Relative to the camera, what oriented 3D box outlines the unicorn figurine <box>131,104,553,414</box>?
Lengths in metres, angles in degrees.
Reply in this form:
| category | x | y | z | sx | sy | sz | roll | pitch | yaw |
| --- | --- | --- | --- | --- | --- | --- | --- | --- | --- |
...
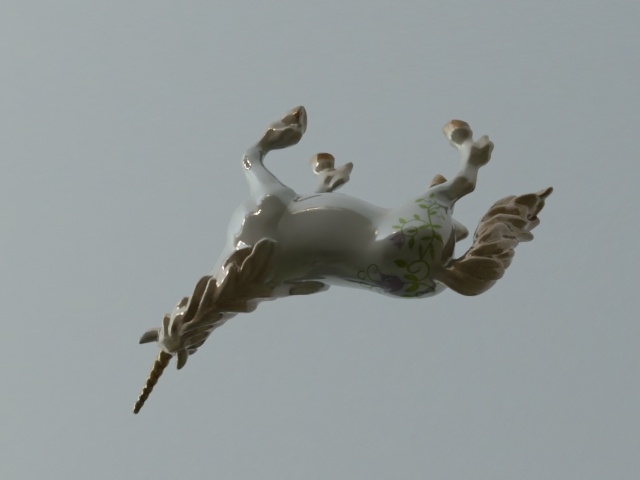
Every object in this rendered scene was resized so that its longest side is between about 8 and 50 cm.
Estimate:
| category | x | y | z | sx | sy | sz | roll | pitch | yaw |
| --- | --- | --- | --- | --- | --- | --- | --- | --- | --- |
| unicorn figurine | 0.000 | 0.000 | 0.762 | 0.162 | 0.111 | 0.060 | -8 | -51 | 28 |
